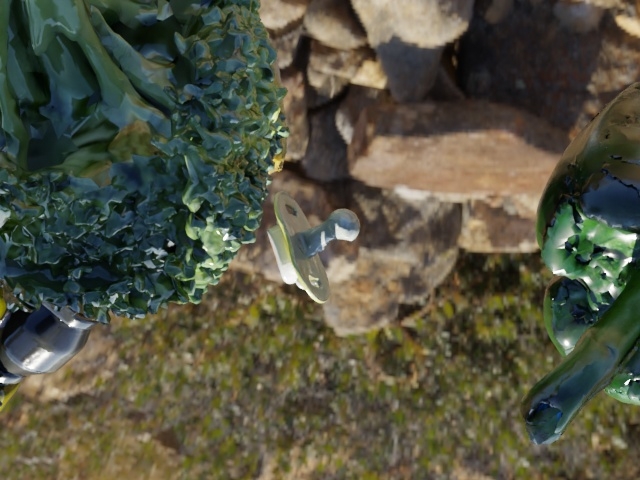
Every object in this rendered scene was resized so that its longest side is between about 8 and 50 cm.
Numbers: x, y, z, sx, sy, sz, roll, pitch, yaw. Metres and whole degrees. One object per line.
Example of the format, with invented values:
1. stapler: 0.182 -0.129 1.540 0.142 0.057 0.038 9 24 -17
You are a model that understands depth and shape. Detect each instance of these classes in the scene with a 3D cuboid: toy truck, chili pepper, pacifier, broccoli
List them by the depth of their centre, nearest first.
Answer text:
1. chili pepper: 0.203 0.023 0.712 0.165 0.261 0.174 14 129 18
2. broccoli: -0.164 -0.135 0.761 0.375 0.249 0.302 39 128 23
3. pacifier: 0.000 0.000 0.837 0.064 0.083 0.068 -24 162 19
4. toy truck: -0.306 0.084 1.125 0.165 0.147 0.224 33 121 -5

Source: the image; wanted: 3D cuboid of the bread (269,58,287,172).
1. bread: -0.149 -0.113 1.086 0.204 0.288 0.156 -14 89 27
